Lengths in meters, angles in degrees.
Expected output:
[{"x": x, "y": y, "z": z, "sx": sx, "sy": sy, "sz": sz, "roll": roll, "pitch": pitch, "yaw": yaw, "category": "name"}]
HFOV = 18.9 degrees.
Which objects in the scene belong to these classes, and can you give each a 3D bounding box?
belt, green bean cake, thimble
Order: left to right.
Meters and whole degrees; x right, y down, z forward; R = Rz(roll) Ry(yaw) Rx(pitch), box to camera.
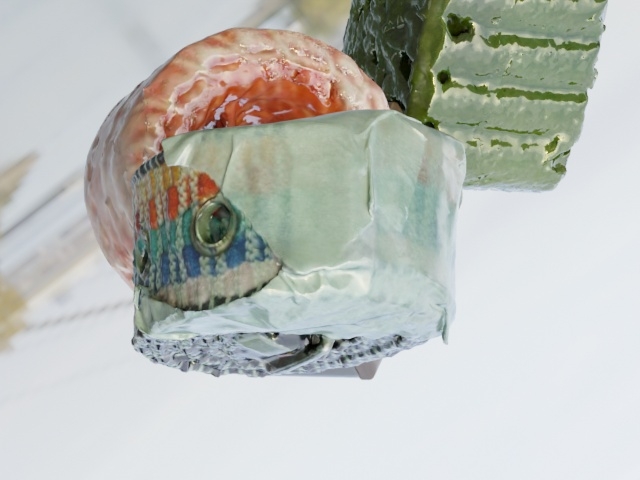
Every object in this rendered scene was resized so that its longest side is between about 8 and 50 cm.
[{"x": -0.058, "y": -0.046, "z": 1.502, "sx": 0.239, "sy": 0.239, "sz": 0.162, "roll": -40, "pitch": -174, "yaw": -27, "category": "thimble"}, {"x": -0.021, "y": 0.007, "z": 1.252, "sx": 0.207, "sy": 0.150, "sz": 0.257, "roll": 4, "pitch": 164, "yaw": -24, "category": "belt"}, {"x": 0.146, "y": -0.229, "z": 2.069, "sx": 0.319, "sy": 0.218, "sz": 0.335, "roll": -139, "pitch": -120, "yaw": -62, "category": "green bean cake"}]

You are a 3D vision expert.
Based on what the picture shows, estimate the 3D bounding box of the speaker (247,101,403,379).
[{"x": 0.000, "y": 0.000, "z": 1.860, "sx": 0.153, "sy": 0.192, "sz": 0.231, "roll": -1, "pitch": -137, "yaw": 31, "category": "speaker"}]
